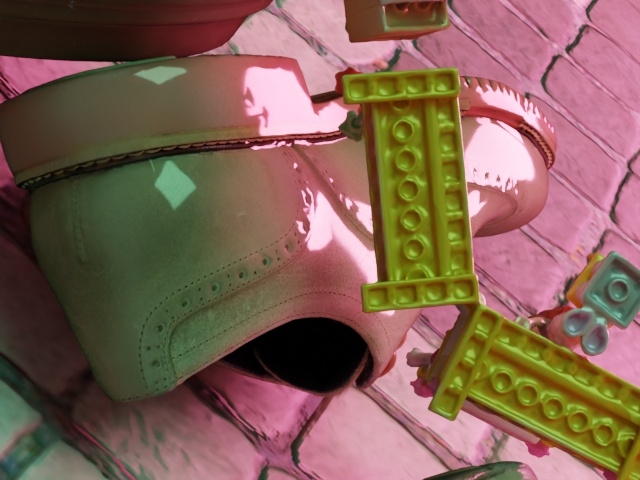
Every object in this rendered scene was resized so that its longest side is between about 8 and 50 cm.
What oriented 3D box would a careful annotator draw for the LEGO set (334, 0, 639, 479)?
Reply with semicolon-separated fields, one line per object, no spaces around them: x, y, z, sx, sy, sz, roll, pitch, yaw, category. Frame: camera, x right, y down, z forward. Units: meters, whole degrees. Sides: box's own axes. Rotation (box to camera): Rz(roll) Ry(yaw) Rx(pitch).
0.068;0.007;0.785;0.287;0.132;0.107;50;-9;-4;LEGO set

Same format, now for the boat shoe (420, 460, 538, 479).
-0.008;0.170;0.664;0.355;0.132;0.130;-13;85;-59;boat shoe

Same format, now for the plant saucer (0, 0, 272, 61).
-0.152;-0.125;0.819;0.277;0.041;0.278;9;16;-3;plant saucer

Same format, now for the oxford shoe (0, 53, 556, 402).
0.000;0.000;0.894;0.397;0.140;0.147;-4;82;-55;oxford shoe
